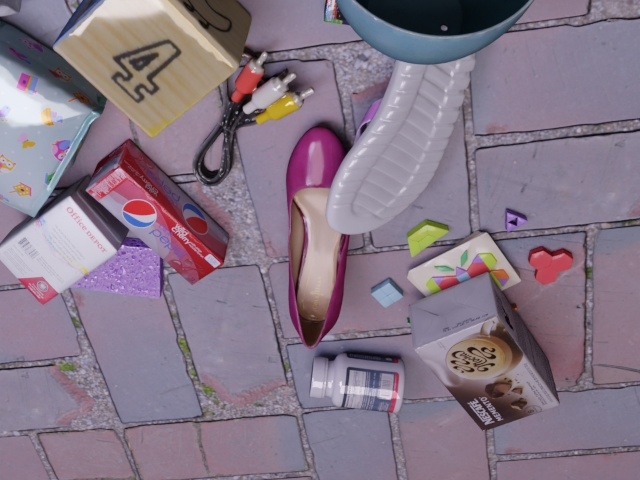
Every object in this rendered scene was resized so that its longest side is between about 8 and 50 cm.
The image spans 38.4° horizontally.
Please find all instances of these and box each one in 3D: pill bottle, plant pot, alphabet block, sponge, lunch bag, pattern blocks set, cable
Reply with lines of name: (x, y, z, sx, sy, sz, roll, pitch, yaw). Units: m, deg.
pill bottle: (0.071, 0.279, 1.820, 0.180, 0.108, 0.108, 7, 126, -2)
plant pot: (0.141, -0.351, 1.232, 0.290, 0.290, 0.195, 6, 162, -1)
alphabet block: (-0.242, -0.309, 1.363, 0.193, 0.192, 0.197, -34, 119, 26)
sponge: (-0.400, 0.044, 1.720, 0.210, 0.031, 0.117, 7, 125, -2)
lunch bag: (-0.498, -0.184, 1.485, 0.223, 0.160, 0.262, 30, 116, -19)
pattern blocks set: (0.270, 0.067, 1.708, 0.285, 0.026, 0.325, 35, 120, -20)
cable: (-0.145, -0.200, 1.508, 0.139, 0.072, 0.287, 38, 119, -16)

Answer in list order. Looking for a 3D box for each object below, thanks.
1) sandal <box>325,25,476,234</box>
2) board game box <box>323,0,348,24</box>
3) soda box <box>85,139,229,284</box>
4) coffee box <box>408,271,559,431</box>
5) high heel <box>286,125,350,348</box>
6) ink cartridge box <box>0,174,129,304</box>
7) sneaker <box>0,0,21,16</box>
sandal: (0.129, -0.189, 1.489, 0.169, 0.102, 0.416, 11, 122, -31)
board game box: (0.086, -0.402, 1.367, 0.141, 0.048, 0.170, 8, 125, -6)
soda box: (-0.279, -0.047, 1.611, 0.083, 0.092, 0.263, -32, 119, 23)
coffee box: (0.311, 0.216, 1.734, 0.168, 0.119, 0.297, -24, 128, 20)
high heel: (0.000, 0.000, 1.576, 0.127, 0.181, 0.377, -1, 126, 4)
ink cartridge box: (-0.445, -0.003, 1.602, 0.176, 0.127, 0.128, -33, 108, 12)
sneaker: (-0.571, -0.371, 1.271, 0.236, 0.323, 0.130, -4, 92, -2)
